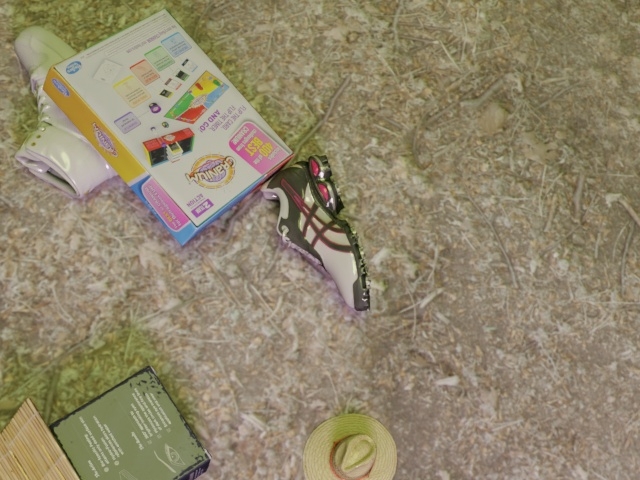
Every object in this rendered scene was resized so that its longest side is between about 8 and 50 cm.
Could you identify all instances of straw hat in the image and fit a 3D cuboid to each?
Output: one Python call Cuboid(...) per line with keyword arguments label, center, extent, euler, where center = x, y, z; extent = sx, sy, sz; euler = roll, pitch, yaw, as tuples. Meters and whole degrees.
Cuboid(label="straw hat", center=(0.048, 0.308, 1.225), extent=(0.145, 0.061, 0.144), euler=(4, 66, -9))

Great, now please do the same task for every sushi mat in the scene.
Cuboid(label="sushi mat", center=(-0.331, 0.370, 1.097), extent=(0.316, 0.151, 0.019), euler=(53, 23, 14))

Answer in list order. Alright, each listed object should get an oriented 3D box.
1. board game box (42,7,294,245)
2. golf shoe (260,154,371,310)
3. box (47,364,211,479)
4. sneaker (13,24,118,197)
Cuboid(label="board game box", center=(-0.227, -0.182, 1.324), extent=(0.316, 0.064, 0.242), euler=(49, 51, -1))
Cuboid(label="golf shoe", center=(0.000, 0.000, 1.346), extent=(0.120, 0.105, 0.272), euler=(-21, 65, -2))
Cuboid(label="box", center=(-0.257, 0.282, 1.161), extent=(0.158, 0.093, 0.156), euler=(-30, 74, -22))
Cuboid(label="sneaker", center=(-0.422, -0.199, 1.337), extent=(0.169, 0.108, 0.292), euler=(-40, 80, -26))
